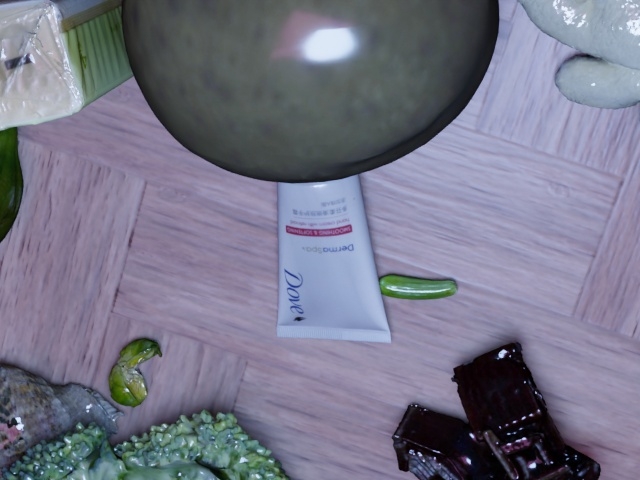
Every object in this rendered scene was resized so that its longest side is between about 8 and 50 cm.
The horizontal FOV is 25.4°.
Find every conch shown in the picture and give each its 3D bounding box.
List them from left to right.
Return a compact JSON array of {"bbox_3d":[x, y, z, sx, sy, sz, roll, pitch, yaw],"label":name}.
[{"bbox_3d":[-0.333,0.216,1.648,0.207,0.130,0.155,-2,141,-14],"label":"conch"}]

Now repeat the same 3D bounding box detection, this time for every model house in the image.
[{"bbox_3d":[0.175,0.221,1.543,0.203,0.141,0.164,-33,109,17],"label":"model house"}]

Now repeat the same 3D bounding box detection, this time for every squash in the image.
[{"bbox_3d":[0.107,0.053,1.564,0.089,0.027,0.027,6,106,7],"label":"squash"}]

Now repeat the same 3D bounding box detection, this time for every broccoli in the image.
[{"bbox_3d":[-0.163,0.301,1.548,0.375,0.302,0.249,25,63,-9],"label":"broccoli"}]

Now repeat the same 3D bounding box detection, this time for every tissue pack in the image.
[{"bbox_3d":[-0.293,-0.193,1.444,0.159,0.234,0.125,-9,104,11],"label":"tissue pack"}]

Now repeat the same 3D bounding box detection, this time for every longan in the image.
[{"bbox_3d":[-0.011,-0.217,1.363,0.361,0.361,0.361,2,105,7],"label":"longan"}]

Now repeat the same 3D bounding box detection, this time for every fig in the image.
[{"bbox_3d":[-0.372,-0.067,1.568,0.117,0.117,0.177,33,85,-2],"label":"fig"}]

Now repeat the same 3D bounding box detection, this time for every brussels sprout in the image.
[{"bbox_3d":[-0.215,0.149,1.630,0.051,0.046,0.083,22,97,6],"label":"brussels sprout"}]

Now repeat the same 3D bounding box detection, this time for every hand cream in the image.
[{"bbox_3d":[0.000,0.000,1.543,0.133,0.083,0.248,1,112,20],"label":"hand cream"}]

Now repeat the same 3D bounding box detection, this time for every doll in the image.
[{"bbox_3d":[0.334,-0.206,1.426,0.278,0.175,0.149,45,69,3],"label":"doll"}]
